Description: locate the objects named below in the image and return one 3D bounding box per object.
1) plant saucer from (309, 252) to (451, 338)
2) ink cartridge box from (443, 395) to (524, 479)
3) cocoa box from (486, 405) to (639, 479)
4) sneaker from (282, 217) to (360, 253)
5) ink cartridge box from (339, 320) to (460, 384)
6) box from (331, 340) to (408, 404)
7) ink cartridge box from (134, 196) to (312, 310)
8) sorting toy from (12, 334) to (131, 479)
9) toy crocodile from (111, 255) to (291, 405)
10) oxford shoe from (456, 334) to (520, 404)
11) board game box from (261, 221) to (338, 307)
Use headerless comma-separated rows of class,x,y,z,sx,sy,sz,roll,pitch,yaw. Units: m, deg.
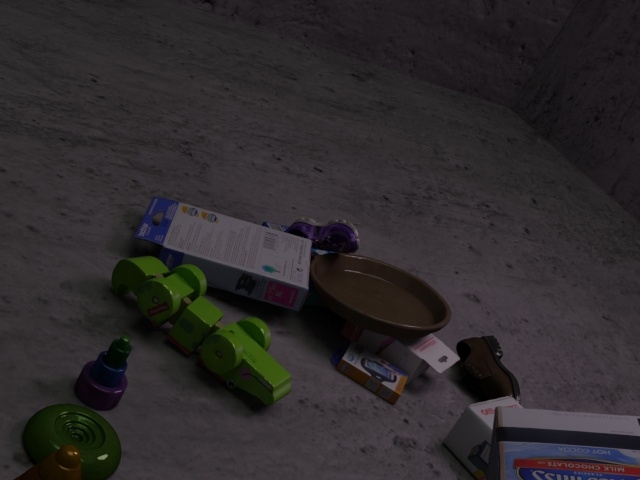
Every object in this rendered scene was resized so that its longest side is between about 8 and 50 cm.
plant saucer,0.106,0.104,1.910,0.277,0.041,0.278,17,21,-7
ink cartridge box,0.336,0.371,1.742,0.154,0.093,0.212,1,38,-50
cocoa box,0.408,0.398,1.449,0.347,0.232,0.228,4,24,7
sneaker,0.000,0.000,1.972,0.169,0.068,0.071,4,22,37
ink cartridge box,0.149,0.194,1.912,0.198,0.067,0.115,36,24,18
box,0.086,0.227,1.821,0.136,0.028,0.081,33,24,3
ink cartridge box,-0.172,0.020,1.852,0.311,0.065,0.186,18,26,-7
sorting toy,-0.290,0.225,1.263,0.127,0.126,0.365,27,24,-8
toy crocodile,-0.187,0.137,1.611,0.340,0.105,0.115,39,24,9
oxford shoe,0.312,0.269,1.961,0.096,0.083,0.227,2,31,-16
board game box,-0.017,0.052,2.029,0.160,0.047,0.210,11,29,-37
